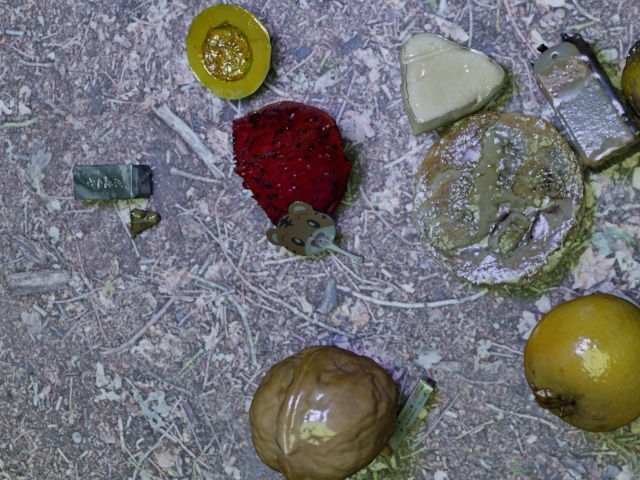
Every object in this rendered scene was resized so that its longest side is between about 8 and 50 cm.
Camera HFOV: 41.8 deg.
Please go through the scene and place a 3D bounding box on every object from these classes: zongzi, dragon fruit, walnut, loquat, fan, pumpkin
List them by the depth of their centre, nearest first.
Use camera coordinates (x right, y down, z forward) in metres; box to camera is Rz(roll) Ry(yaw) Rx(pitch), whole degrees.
[{"bbox_3d":[0.533,0.245,1.663,0.275,0.275,0.275,1,94,18],"label":"loquat"},{"bbox_3d":[0.002,0.376,1.809,0.306,0.344,0.306,8,112,21],"label":"walnut"},{"bbox_3d":[-0.094,-0.132,1.881,0.302,0.240,0.330,31,139,47],"label":"dragon fruit"},{"bbox_3d":[0.000,0.000,1.897,0.226,0.008,0.152,27,129,-17],"label":"fan"},{"bbox_3d":[-0.201,-0.440,1.950,0.217,0.110,0.217,4,107,14],"label":"pumpkin"},{"bbox_3d":[-0.438,-0.034,2.089,0.076,0.040,0.083,11,109,11],"label":"zongzi"}]

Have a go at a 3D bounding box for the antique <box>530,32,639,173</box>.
[{"bbox_3d":[0.535,-0.285,1.700,0.125,0.150,0.284,-30,76,19],"label":"antique"}]

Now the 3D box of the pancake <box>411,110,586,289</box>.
[{"bbox_3d":[0.375,-0.087,1.786,0.387,0.082,0.387,0,91,18],"label":"pancake"}]

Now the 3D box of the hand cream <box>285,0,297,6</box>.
[{"bbox_3d":[-0.039,-0.620,1.918,0.057,0.037,0.165,39,112,12],"label":"hand cream"}]

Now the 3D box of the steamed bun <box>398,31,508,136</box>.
[{"bbox_3d":[0.261,-0.345,1.795,0.231,0.110,0.212,-25,71,-2],"label":"steamed bun"}]

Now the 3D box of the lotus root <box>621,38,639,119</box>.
[{"bbox_3d":[0.752,-0.244,1.607,0.397,0.179,0.196,44,122,15],"label":"lotus root"}]

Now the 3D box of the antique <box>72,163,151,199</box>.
[{"bbox_3d":[-0.511,-0.145,2.076,0.183,0.086,0.088,0,95,18],"label":"antique"}]

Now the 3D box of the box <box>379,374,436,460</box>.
[{"bbox_3d":[0.194,0.401,1.900,0.041,0.050,0.207,32,103,12],"label":"box"}]
